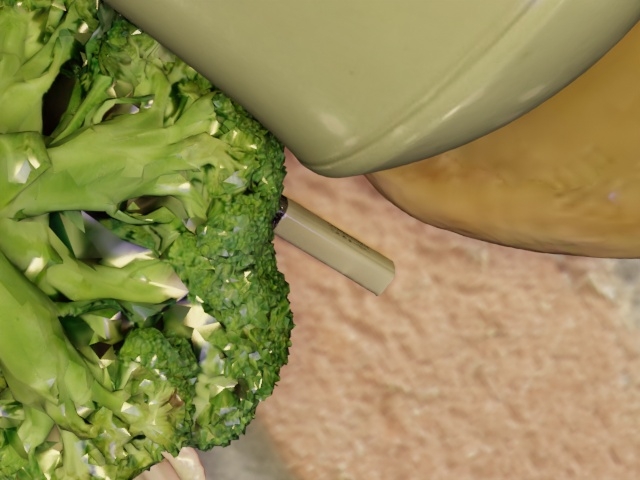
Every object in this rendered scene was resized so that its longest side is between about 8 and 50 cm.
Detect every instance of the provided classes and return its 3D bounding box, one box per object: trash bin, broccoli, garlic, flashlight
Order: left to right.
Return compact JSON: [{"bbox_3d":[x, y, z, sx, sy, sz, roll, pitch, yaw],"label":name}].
[{"bbox_3d":[-0.144,-0.006,0.734,0.270,0.270,0.270,-3,77,12],"label":"broccoli"},{"bbox_3d":[-0.042,-0.222,0.640,0.432,0.280,0.280,34,107,-16],"label":"trash bin"},{"bbox_3d":[0.000,0.000,0.891,0.083,0.018,0.018,31,110,-19],"label":"flashlight"},{"bbox_3d":[0.135,-0.082,0.826,0.338,0.151,0.196,-26,89,14],"label":"garlic"}]

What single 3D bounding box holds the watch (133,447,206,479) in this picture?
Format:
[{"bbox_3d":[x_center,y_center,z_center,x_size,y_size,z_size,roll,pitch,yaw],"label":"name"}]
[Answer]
[{"bbox_3d":[-0.185,0.176,0.892,0.244,0.196,0.231,10,135,-11],"label":"watch"}]
